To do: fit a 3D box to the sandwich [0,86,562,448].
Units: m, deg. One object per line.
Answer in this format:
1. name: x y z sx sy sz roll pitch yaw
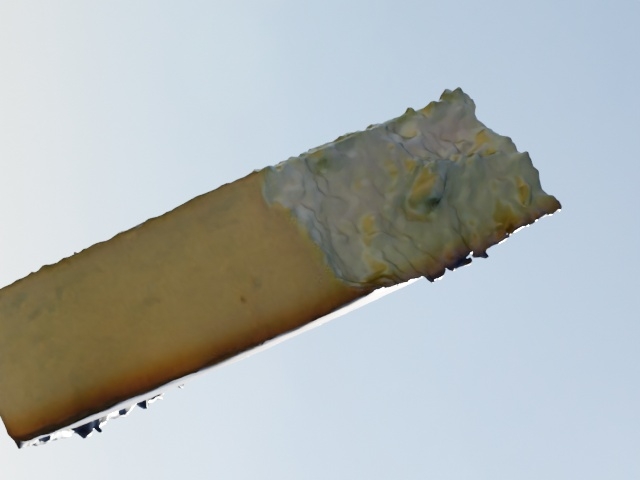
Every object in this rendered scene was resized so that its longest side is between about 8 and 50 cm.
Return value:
1. sandwich: 0.000 0.000 0.640 0.058 0.162 0.193 67 24 0
